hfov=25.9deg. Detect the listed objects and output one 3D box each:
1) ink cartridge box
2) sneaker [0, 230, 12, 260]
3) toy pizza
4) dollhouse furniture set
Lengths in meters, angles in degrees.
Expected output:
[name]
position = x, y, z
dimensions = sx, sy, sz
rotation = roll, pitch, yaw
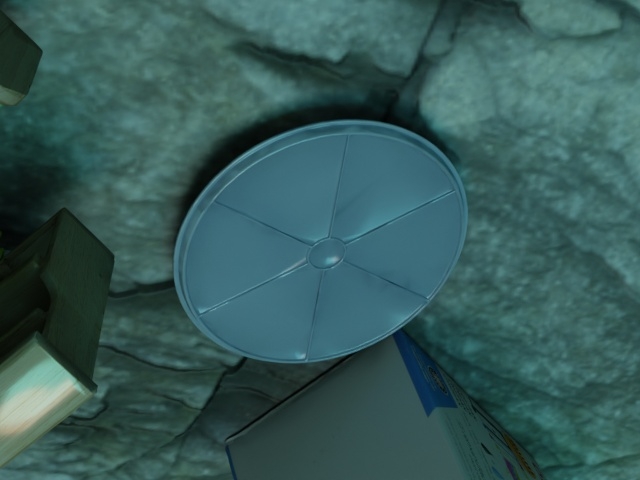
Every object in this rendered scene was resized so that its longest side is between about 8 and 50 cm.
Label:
[ink cartridge box]
position = 0.075, 0.220, 1.034
dimensions = 0.168, 0.171, 0.233
rotation = -36, 131, 12
[sneaker]
position = -0.244, 0.088, 0.892
dimensions = 0.097, 0.084, 0.234
rotation = 28, 111, -16
[toy pizza]
position = 0.000, 0.000, 0.920
dimensions = 0.201, 0.032, 0.201
rotation = -10, 130, -12
[dollhouse furniture set]
position = -0.229, -0.009, 0.709
dimensions = 0.212, 0.161, 0.242
rotation = -38, 112, 14
